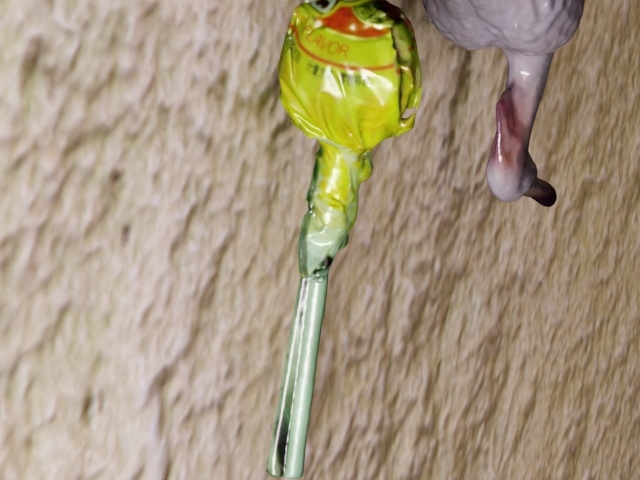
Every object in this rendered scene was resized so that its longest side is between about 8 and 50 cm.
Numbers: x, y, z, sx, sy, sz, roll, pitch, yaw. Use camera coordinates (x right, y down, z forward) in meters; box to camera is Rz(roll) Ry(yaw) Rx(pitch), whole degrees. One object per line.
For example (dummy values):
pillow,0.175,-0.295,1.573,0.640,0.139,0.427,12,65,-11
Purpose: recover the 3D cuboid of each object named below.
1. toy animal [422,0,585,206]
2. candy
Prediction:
toy animal,0.111,-0.148,1.158,0.195,0.090,0.324,-31,123,-57
candy,0.002,0.000,1.027,0.077,0.073,0.262,-88,-174,-76
